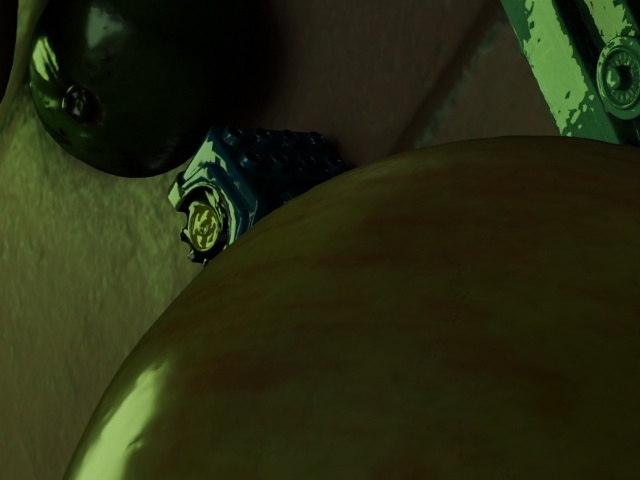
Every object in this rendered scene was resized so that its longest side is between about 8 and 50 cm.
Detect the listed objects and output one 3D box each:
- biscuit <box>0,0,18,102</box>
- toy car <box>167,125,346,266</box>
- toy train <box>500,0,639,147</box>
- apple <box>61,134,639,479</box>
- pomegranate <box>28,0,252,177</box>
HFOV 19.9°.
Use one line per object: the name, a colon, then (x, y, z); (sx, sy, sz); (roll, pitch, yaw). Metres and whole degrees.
biscuit: (-0.225, -0.222, 1.181); (0.394, 0.076, 0.368); (129, 139, -69)
toy car: (0.000, 0.000, 1.018); (0.191, 0.097, 0.100); (56, 128, 33)
toy train: (0.137, -0.104, 0.885); (0.099, 0.070, 0.172); (-50, 54, 50)
apple: (0.085, 0.155, 0.720); (0.347, 0.391, 0.391); (2, 91, 31)
pomegranate: (-0.121, -0.137, 1.136); (0.152, 0.131, 0.191); (-51, 46, 42)
